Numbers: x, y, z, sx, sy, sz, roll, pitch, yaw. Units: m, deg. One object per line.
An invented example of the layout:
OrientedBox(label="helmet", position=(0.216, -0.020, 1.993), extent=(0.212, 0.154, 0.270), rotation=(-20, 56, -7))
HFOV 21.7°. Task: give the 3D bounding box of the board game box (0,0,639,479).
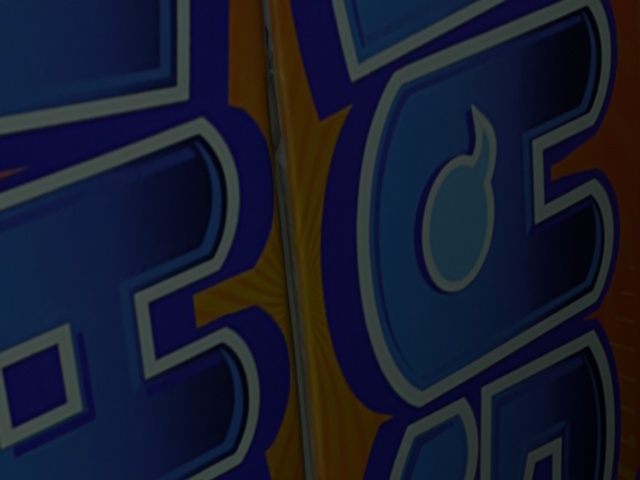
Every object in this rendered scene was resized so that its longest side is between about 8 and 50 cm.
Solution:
OrientedBox(label="board game box", position=(-0.126, -0.034, 0.496), extent=(0.356, 0.357, 0.356), rotation=(-25, 31, -36))
